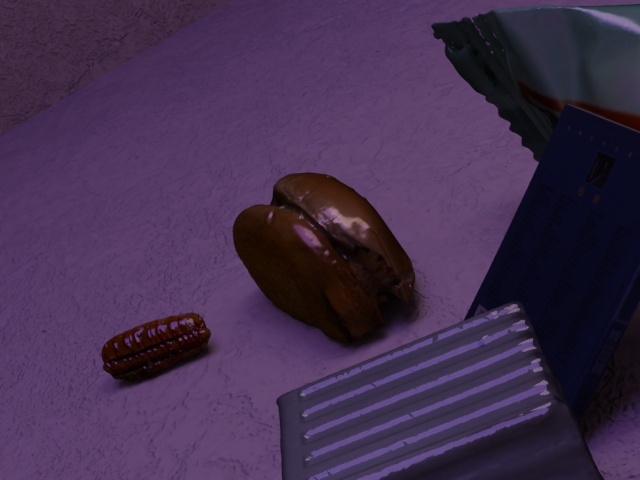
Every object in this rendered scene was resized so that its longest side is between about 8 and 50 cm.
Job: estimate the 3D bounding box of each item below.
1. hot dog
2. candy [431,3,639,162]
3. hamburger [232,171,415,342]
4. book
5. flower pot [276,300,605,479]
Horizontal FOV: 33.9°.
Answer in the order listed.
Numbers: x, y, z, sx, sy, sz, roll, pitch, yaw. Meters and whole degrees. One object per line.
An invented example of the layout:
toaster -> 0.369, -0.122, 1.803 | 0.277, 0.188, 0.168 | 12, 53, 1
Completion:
hot dog -> -0.197, 0.128, 1.259 | 0.144, 0.062, 0.038 | -19, 5, 13
candy -> 0.314, -0.135, 1.018 | 0.172, 0.263, 0.398 | -46, 31, -22
hamburger -> 0.000, 0.000, 1.194 | 0.144, 0.156, 0.283 | -36, 25, -17
book -> 0.210, 0.026, 0.907 | 0.269, 0.025, 0.191 | -66, 25, 11
flower pot -> 0.097, 0.182, 0.702 | 0.190, 0.239, 0.209 | -22, -5, 7
